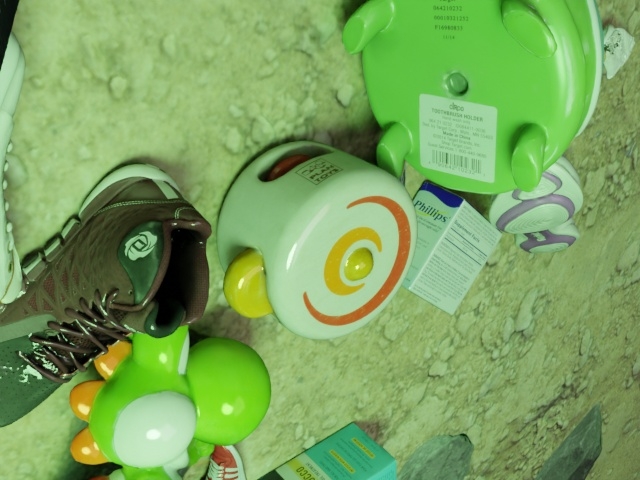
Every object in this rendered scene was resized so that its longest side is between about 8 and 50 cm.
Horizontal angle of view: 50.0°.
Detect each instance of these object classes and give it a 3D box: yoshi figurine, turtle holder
[{"bbox_3d":[-0.133,0.248,0.688,0.203,0.203,0.362,13,80,-67],"label":"yoshi figurine"},{"bbox_3d":[0.164,-0.220,0.713,0.227,0.243,0.320,-41,107,-39],"label":"turtle holder"}]

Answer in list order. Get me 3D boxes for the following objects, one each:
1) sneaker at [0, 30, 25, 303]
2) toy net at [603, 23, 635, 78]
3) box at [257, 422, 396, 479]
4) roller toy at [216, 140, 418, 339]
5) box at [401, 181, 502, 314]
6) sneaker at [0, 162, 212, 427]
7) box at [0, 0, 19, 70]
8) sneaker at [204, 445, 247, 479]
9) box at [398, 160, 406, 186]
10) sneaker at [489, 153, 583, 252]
[{"bbox_3d":[-0.273,-0.025,0.519,0.123,0.106,0.290,13,112,-54],"label":"sneaker"},{"bbox_3d":[0.366,-0.270,0.974,0.232,0.045,0.122,-27,127,-30],"label":"toy net"},{"bbox_3d":[-0.017,0.352,0.940,0.244,0.100,0.060,-23,125,-31],"label":"box"},{"bbox_3d":[0.000,0.000,0.726,0.209,0.146,0.191,21,98,-45],"label":"roller toy"},{"bbox_3d":[0.160,0.012,0.926,0.126,0.072,0.137,31,92,-47],"label":"box"},{"bbox_3d":[-0.196,0.068,0.580,0.281,0.162,0.106,-54,136,-4],"label":"sneaker"},{"bbox_3d":[-0.231,-0.221,0.241,0.178,0.343,0.313,-7,119,-18],"label":"box"},{"bbox_3d":[-0.130,0.290,0.848,0.067,0.042,0.119,-33,133,-28],"label":"sneaker"},{"bbox_3d":[0.086,-0.037,0.835,0.081,0.028,0.136,-67,157,-58],"label":"box"},{"bbox_3d":[0.282,-0.078,0.921,0.305,0.114,0.152,34,50,-67],"label":"sneaker"}]
